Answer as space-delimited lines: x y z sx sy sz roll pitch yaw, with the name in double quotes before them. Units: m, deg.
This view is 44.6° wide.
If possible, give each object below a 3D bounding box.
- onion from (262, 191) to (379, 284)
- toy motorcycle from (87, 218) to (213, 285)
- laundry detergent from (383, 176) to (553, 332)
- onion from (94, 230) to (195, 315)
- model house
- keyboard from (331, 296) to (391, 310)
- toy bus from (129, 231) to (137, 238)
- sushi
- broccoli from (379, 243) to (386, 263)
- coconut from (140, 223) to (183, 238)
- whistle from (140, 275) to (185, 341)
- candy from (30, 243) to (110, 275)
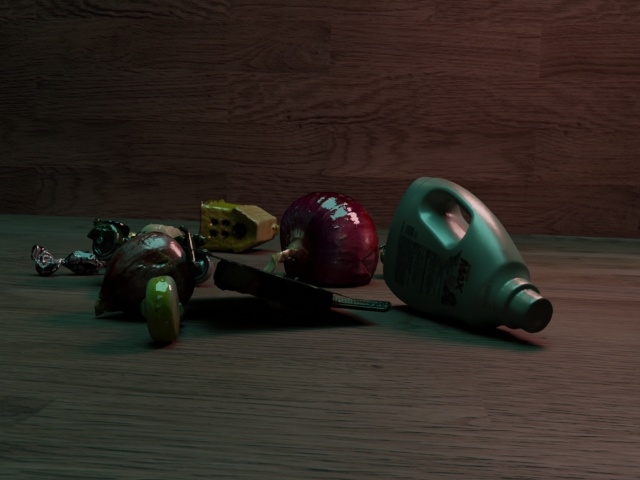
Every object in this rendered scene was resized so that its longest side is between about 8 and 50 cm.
"onion" 0.022 -0.007 1.952 0.256 0.230 0.272 4 -2 16
"toy motorcycle" -0.392 0.016 1.807 0.275 0.127 0.205 5 -16 22
"laundry detergent" 0.273 0.046 1.445 0.125 0.264 0.398 4 16 -28
"onion" -0.327 0.076 1.421 0.195 0.159 0.159 -31 18 -21
"model house" -0.264 -0.051 2.591 0.234 0.174 0.193 0 4 16
"keyboard" 0.076 0.129 1.591 0.129 0.015 0.049 4 6 22
"toy bus" -0.530 0.024 2.083 0.088 0.101 0.175 -2 8 -40
"sushi" -0.116 0.089 1.510 0.343 0.064 0.359 18 -2 -23
"broccoli" 0.221 0.040 2.060 0.130 0.120 0.131 6 25 -42
"coconut" -0.454 0.008 2.229 0.116 0.116 0.122 -2 6 -40
"whistle" -0.253 0.114 1.267 0.057 0.104 0.198 -5 -8 -6
"candy" -0.596 0.046 1.933 0.226 0.094 0.051 5 -36 -22
